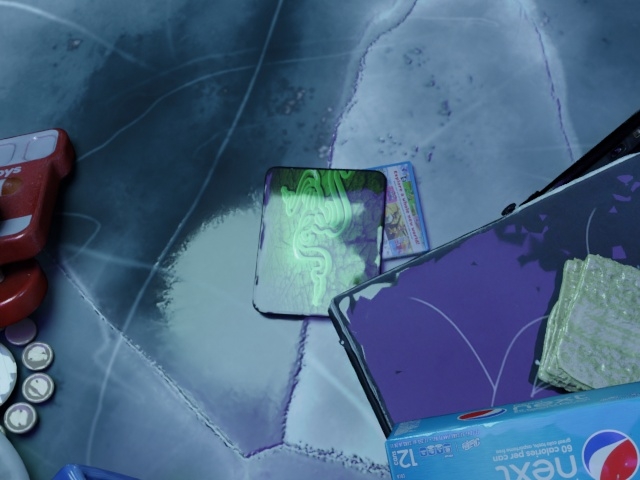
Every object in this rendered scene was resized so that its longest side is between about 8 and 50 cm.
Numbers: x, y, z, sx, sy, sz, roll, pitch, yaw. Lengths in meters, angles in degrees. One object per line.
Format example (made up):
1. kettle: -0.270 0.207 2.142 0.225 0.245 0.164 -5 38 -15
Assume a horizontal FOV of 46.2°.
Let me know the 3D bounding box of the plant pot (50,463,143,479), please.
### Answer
1. plant pot: -0.183 0.381 0.698 0.212 0.236 0.236 -48 55 -3

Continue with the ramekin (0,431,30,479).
1. ramekin: -0.456 0.311 0.777 0.278 0.135 0.277 0 90 -1

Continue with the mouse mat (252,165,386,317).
1. mouse mat: 0.000 0.000 0.909 0.153 0.007 0.189 3 73 6

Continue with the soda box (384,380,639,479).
1. soda box: 0.156 0.150 0.521 0.210 0.067 0.071 -13 84 12

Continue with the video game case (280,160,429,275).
1. video game case: 0.040 -0.028 0.925 0.167 0.015 0.119 -10 73 3

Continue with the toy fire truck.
1. toy fire truck: -0.458 -0.026 0.902 0.303 0.169 0.253 -12 41 3

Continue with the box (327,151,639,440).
1. box: 0.326 0.188 0.689 0.480 0.297 0.471 -25 72 0

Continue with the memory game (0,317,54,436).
1. memory game: -0.410 0.164 0.889 0.186 0.012 0.186 4 67 -10

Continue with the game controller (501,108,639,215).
1. game controller: 0.335 -0.109 0.841 0.319 0.166 0.067 -39 73 -6

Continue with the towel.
1. towel: 0.247 0.078 0.566 0.148 0.027 0.110 18 77 12
